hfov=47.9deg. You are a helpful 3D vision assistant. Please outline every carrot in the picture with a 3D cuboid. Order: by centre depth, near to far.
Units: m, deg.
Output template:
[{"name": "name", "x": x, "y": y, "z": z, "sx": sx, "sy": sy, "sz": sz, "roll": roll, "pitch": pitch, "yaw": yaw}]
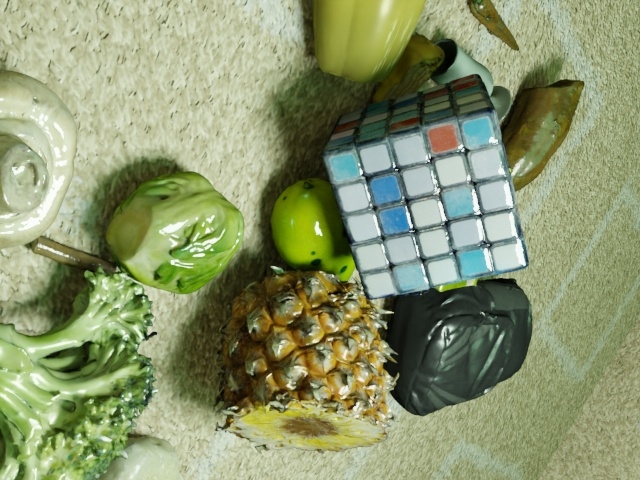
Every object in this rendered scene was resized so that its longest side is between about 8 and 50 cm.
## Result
[{"name": "carrot", "x": 0.390, "y": -0.472, "z": 1.586, "sx": 0.254, "sy": 0.049, "sz": 0.049, "roll": 20, "pitch": 96, "yaw": -52}]

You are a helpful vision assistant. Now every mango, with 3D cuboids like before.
[{"name": "mango", "x": 0.000, "y": 0.000, "z": 1.389, "sx": 0.175, "sy": 0.143, "sz": 0.293, "roll": -42, "pitch": 144, "yaw": -18}]

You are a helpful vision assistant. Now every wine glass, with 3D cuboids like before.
[{"name": "wine glass", "x": 0.311, "y": -0.336, "z": 1.536, "sx": 0.231, "sy": 0.103, "sz": 0.103, "roll": 24, "pitch": 94, "yaw": -45}]

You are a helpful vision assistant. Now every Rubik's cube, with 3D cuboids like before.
[{"name": "Rubik's cube", "x": 0.188, "y": -0.100, "z": 1.283, "sx": 0.287, "sy": 0.292, "sz": 0.293, "roll": -71, "pitch": 143, "yaw": -66}]

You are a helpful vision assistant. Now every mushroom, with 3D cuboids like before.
[{"name": "mushroom", "x": -0.407, "y": -0.087, "z": 0.869, "sx": 0.260, "sy": 0.234, "sz": 0.254, "roll": -50, "pitch": 140, "yaw": -13}]

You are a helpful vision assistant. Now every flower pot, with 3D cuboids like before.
[{"name": "flower pot", "x": 0.074, "y": -0.375, "z": 1.232, "sx": 0.195, "sy": 0.195, "sz": 0.179, "roll": -18, "pitch": 135, "yaw": -37}]

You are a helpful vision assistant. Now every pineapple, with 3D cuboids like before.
[{"name": "pineapple", "x": -0.025, "y": 0.217, "z": 1.312, "sx": 0.352, "sy": 0.352, "sz": 0.300, "roll": 29, "pitch": 52, "yaw": -48}]

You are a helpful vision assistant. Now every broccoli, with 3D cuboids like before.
[{"name": "broccoli", "x": -0.450, "y": 0.228, "z": 1.011, "sx": 0.397, "sy": 0.275, "sz": 0.353, "roll": 8, "pitch": 66, "yaw": -50}]

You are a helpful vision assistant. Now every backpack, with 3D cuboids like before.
[{"name": "backpack", "x": 0.347, "y": 0.234, "z": 1.774, "sx": 0.445, "sy": 0.255, "sz": 0.363, "roll": -1, "pitch": 115, "yaw": -36}]

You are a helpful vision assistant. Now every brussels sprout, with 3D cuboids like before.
[{"name": "brussels sprout", "x": -0.230, "y": -0.007, "z": 1.150, "sx": 0.223, "sy": 0.161, "sz": 0.223, "roll": -19, "pitch": 141, "yaw": -16}]

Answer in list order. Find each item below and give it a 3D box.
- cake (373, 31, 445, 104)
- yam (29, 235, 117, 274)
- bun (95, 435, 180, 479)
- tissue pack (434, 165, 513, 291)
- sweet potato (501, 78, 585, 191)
[{"name": "cake", "x": 0.153, "y": -0.335, "z": 1.431, "sx": 0.079, "sy": 0.116, "sz": 0.185, "roll": 9, "pitch": 136, "yaw": -42}, {"name": "yam", "x": -0.379, "y": 0.026, "z": 1.108, "sx": 0.145, "sy": 0.032, "sz": 0.032, "roll": 27, "pitch": 92, "yaw": -49}, {"name": "bun", "x": -0.351, "y": 0.455, "z": 1.290, "sx": 0.231, "sy": 0.133, "sz": 0.231, "roll": 10, "pitch": 90, "yaw": -68}, {"name": "tissue pack", "x": 0.265, "y": -0.058, "z": 1.565, "sx": 0.167, "sy": 0.200, "sz": 0.275, "roll": -4, "pitch": 114, "yaw": -44}, {"name": "sweet potato", "x": 0.510, "y": -0.245, "z": 1.749, "sx": 0.158, "sy": 0.158, "sz": 0.370, "roll": 25, "pitch": 93, "yaw": -48}]
